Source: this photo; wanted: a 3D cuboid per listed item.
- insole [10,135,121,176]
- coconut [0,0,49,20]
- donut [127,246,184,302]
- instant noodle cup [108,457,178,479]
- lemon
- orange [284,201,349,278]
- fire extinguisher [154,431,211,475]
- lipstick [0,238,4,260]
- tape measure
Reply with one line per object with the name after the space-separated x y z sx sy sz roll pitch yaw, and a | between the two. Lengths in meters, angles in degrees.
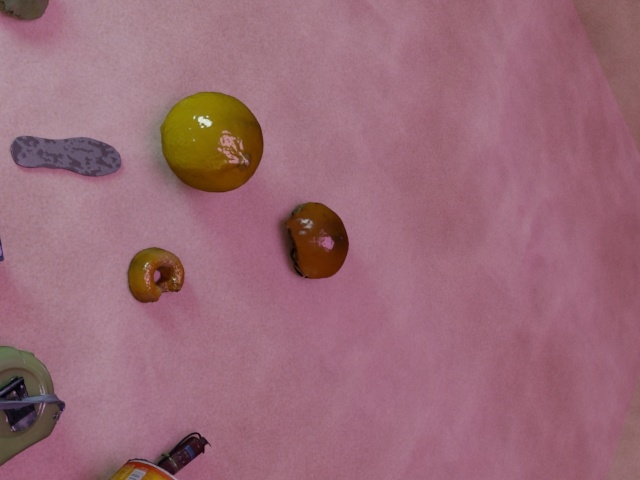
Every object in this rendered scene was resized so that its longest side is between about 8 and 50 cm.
-0.418 -0.141 1.265 0.193 0.006 0.065 0 89 -44 | insole
-0.482 -0.419 1.182 0.133 0.055 0.158 -44 117 -38 | coconut
-0.290 0.060 1.359 0.108 0.043 0.097 -33 111 -45 | donut
-0.302 0.471 1.228 0.174 0.213 0.213 -52 122 -42 | instant noodle cup
-0.189 -0.174 1.362 0.178 0.203 0.178 -26 130 -34 | lemon
0.000 0.000 1.605 0.170 0.112 0.160 43 59 -48 | orange
-0.255 0.392 1.381 0.132 0.039 0.056 -33 120 -40 | fire extinguisher
-0.604 0.031 1.048 0.312 0.051 0.051 -12 98 -42 | lipstick
-0.472 0.244 1.119 0.200 0.106 0.175 -25 106 -52 | tape measure
